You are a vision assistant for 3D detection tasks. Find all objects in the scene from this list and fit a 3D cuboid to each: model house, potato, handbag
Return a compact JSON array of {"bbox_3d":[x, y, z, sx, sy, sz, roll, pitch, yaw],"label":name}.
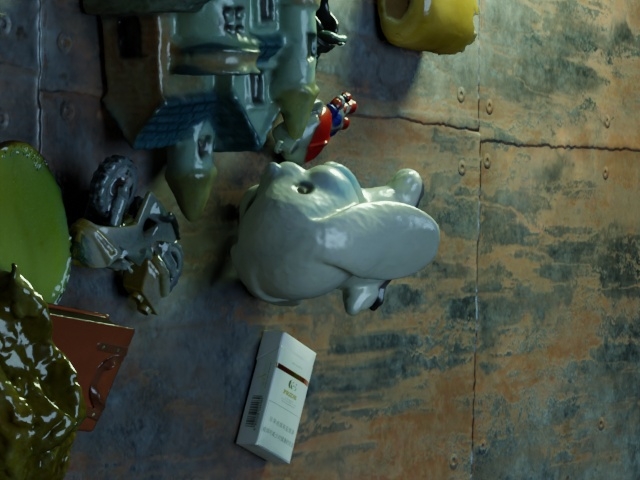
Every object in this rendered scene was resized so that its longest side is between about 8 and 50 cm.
[{"bbox_3d":[-0.119,-0.180,1.979,0.267,0.194,0.325,-11,103,-56],"label":"model house"},{"bbox_3d":[-0.321,-0.015,1.794,0.119,0.054,0.198,-51,136,-33],"label":"potato"},{"bbox_3d":[-0.289,0.132,1.811,0.190,0.062,0.127,17,98,-56],"label":"handbag"}]

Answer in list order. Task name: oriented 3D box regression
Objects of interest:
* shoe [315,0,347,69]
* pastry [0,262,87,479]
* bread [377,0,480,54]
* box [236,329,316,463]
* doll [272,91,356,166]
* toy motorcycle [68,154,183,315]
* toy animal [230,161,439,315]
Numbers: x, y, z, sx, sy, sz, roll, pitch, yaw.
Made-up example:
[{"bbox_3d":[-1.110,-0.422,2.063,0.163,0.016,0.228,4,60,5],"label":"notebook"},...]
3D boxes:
[{"bbox_3d":[-0.012,-0.261,2.211,0.071,0.099,0.169,-11,101,-58],"label":"shoe"},{"bbox_3d":[-0.336,0.159,1.614,0.132,0.235,0.240,-40,112,-44],"label":"pastry"},{"bbox_3d":[0.156,-0.340,2.474,0.173,0.085,0.134,-1,92,-57],"label":"bread"},{"bbox_3d":[-0.056,0.202,2.210,0.084,0.040,0.154,36,60,-48],"label":"box"},{"bbox_3d":[-0.010,-0.146,2.245,0.062,0.104,0.194,48,34,5],"label":"doll"},{"bbox_3d":[-0.221,0.009,1.920,0.130,0.094,0.229,-64,152,-26],"label":"toy motorcycle"},{"bbox_3d":[-0.004,0.005,2.112,0.289,0.249,0.174,-4,73,-40],"label":"toy animal"}]
